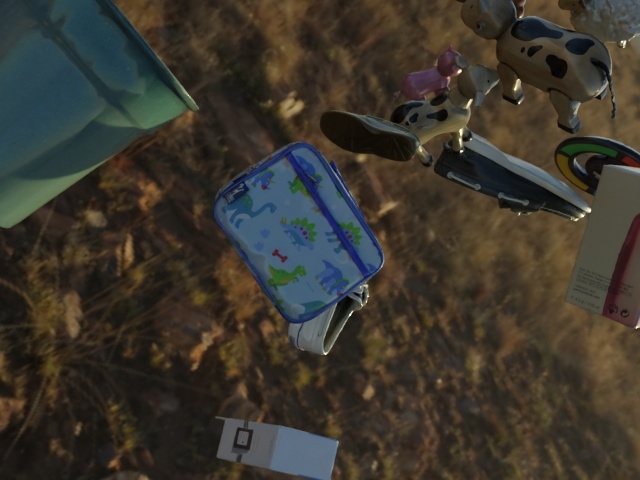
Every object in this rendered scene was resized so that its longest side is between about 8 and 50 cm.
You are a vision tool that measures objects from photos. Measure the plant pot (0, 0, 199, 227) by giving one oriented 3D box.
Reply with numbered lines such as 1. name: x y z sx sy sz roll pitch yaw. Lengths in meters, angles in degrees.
1. plant pot: -0.412 -0.216 1.328 0.341 0.334 0.341 49 -2 2

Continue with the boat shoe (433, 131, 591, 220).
1. boat shoe: 0.336 -0.097 1.601 0.302 0.091 0.114 26 17 -14

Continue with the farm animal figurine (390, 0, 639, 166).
1. farm animal figurine: 0.259 -0.256 1.279 0.330 0.326 0.172 -64 152 -19

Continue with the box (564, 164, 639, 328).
1. box: 0.505 0.007 1.456 0.126 0.232 0.148 23 16 38

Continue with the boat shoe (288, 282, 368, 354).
1. boat shoe: 0.044 0.095 1.627 0.258 0.084 0.095 -58 147 -19

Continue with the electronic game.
1. electronic game: 0.603 -0.146 1.928 0.229 0.229 0.048 43 69 -36

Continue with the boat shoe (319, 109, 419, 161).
1. boat shoe: 0.065 -0.137 1.192 0.135 0.050 0.045 23 25 15

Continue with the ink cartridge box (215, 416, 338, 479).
1. ink cartridge box: -0.072 0.294 1.295 0.104 0.180 0.060 22 73 -32

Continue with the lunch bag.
1. lunch bag: -0.028 -0.015 1.237 0.219 0.176 0.090 58 0 -11
